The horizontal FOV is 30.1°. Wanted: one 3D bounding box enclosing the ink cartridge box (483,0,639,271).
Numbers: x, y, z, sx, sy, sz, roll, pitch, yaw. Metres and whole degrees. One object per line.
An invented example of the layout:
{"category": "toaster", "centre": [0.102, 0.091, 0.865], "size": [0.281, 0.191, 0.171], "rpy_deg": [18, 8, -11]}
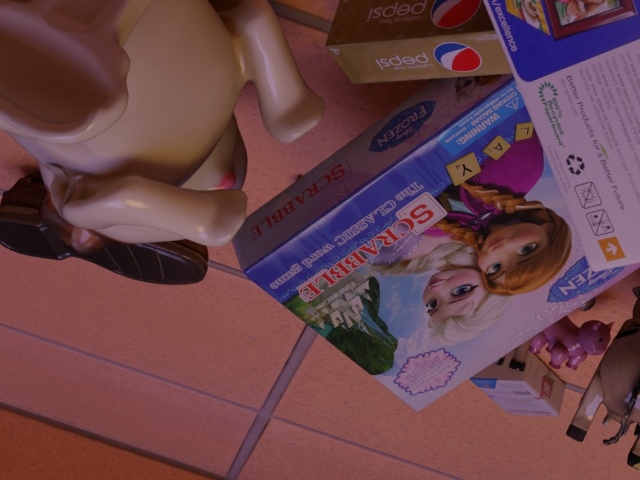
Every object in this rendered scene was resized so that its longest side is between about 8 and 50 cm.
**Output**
{"category": "ink cartridge box", "centre": [0.249, -0.147, 0.766], "size": [0.307, 0.072, 0.303], "rpy_deg": [-17, 97, 51]}

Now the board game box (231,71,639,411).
{"category": "board game box", "centre": [0.132, -0.001, 1.149], "size": [0.319, 0.066, 0.318], "rpy_deg": [-36, 134, 15]}

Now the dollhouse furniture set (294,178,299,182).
{"category": "dollhouse furniture set", "centre": [0.000, 0.000, 1.396], "size": [0.091, 0.114, 0.081], "rpy_deg": [13, 160, 6]}

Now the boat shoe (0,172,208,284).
{"category": "boat shoe", "centre": [-0.278, -0.027, 1.542], "size": [0.307, 0.104, 0.111], "rpy_deg": [13, 146, 14]}

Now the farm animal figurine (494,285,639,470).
{"category": "farm animal figurine", "centre": [0.336, 0.114, 1.324], "size": [0.330, 0.172, 0.327], "rpy_deg": [19, -163, -3]}

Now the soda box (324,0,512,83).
{"category": "soda box", "centre": [0.098, -0.178, 1.013], "size": [0.181, 0.061, 0.058], "rpy_deg": [0, 151, 34]}

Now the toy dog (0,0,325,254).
{"category": "toy dog", "centre": [-0.201, -0.130, 1.063], "size": [0.395, 0.284, 0.408], "rpy_deg": [13, 157, 17]}

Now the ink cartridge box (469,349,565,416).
{"category": "ink cartridge box", "centre": [0.283, 0.204, 1.704], "size": [0.088, 0.052, 0.122], "rpy_deg": [-2, 148, 38]}
